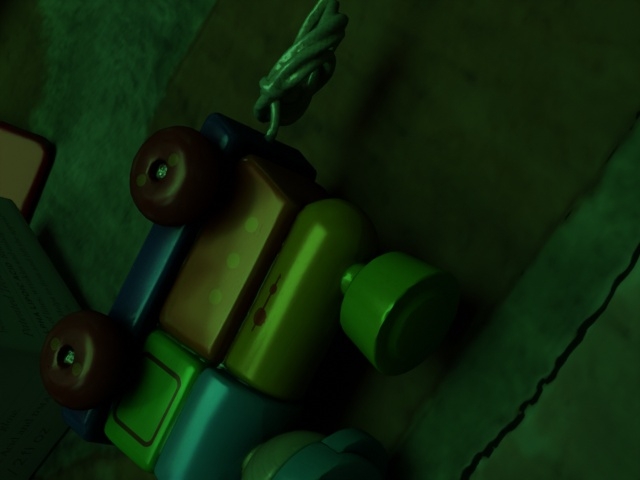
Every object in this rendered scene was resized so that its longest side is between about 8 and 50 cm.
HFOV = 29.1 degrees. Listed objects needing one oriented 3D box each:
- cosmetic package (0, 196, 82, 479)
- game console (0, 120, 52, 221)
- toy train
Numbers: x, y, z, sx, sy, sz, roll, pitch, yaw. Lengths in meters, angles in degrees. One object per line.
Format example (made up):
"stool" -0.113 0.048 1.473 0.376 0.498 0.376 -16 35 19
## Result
"cosmetic package" -0.244 0.058 0.652 0.151 0.184 0.151 -52 54 18
"game console" -0.239 -0.012 0.819 0.124 0.085 0.144 -167 99 -79
"toy train" 0.000 0.000 0.509 0.143 0.105 0.248 31 97 38
